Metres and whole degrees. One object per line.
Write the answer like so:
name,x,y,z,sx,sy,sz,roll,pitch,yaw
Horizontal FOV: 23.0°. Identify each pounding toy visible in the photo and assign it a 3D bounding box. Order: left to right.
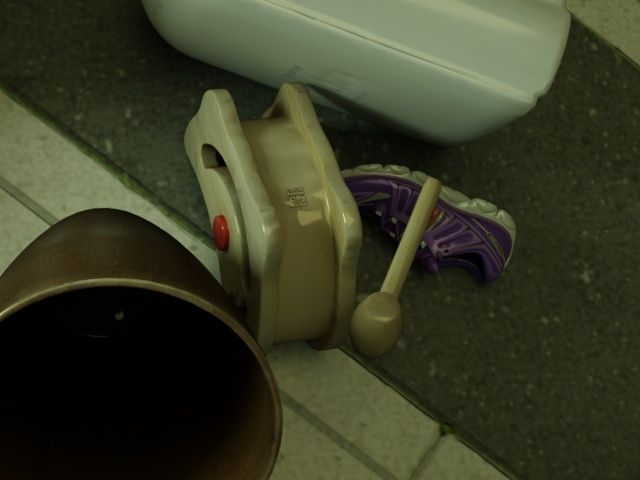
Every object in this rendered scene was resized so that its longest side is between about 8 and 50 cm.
pounding toy,0.000,0.000,1.214,0.155,0.154,0.269,-7,53,-20

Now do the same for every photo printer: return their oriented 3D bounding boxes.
photo printer,0.009,-0.175,1.217,0.308,0.256,0.107,19,82,-11

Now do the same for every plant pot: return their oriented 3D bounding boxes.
plant pot,-0.145,0.072,1.079,0.215,0.215,0.230,11,23,-13

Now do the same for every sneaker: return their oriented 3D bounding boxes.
sneaker,0.080,-0.013,1.280,0.170,0.068,0.071,20,71,-10
